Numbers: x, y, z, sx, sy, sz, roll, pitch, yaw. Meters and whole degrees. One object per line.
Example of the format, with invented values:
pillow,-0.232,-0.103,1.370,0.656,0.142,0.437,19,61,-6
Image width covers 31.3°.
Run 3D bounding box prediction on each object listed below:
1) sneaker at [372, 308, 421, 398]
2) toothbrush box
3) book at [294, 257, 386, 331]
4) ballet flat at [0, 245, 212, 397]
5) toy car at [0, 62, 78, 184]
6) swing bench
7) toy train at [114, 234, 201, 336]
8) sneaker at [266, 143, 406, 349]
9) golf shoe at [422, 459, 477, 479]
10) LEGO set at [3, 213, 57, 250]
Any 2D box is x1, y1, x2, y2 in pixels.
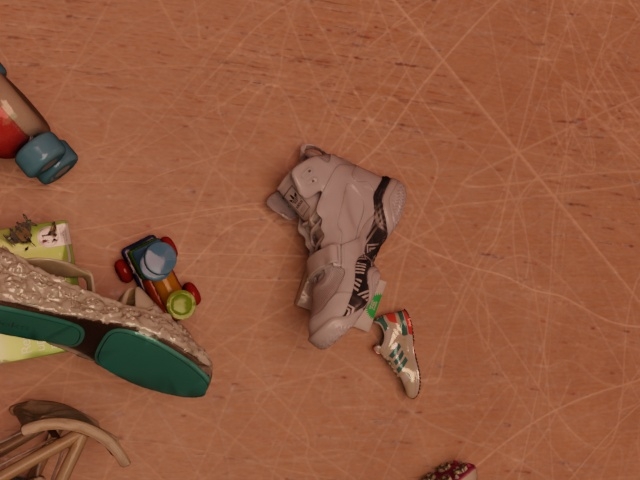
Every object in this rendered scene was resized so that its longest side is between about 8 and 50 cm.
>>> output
sneaker,0.133,0.206,2.039,0.075,0.057,0.161,-9,92,-2
toothbrush box,-0.521,0.091,1.776,0.283,0.122,0.206,-9,90,-18
book,0.035,0.093,2.017,0.144,0.035,0.096,21,85,-19
ballet flat,-0.334,0.109,1.716,0.409,0.147,0.147,23,81,-21
toy car,-0.538,-0.140,1.749,0.238,0.210,0.219,-40,90,-3
swing bench,-0.442,0.349,1.723,0.165,0.253,0.254,46,75,-12
toy train,-0.234,0.110,1.862,0.105,0.143,0.248,-28,97,-17
sneaker,0.000,0.000,1.920,0.210,0.137,0.365,30,54,-10
golf shoe,0.172,0.517,2.007,0.306,0.115,0.140,-30,101,-16
LEGO set,-0.442,-0.010,1.738,0.083,0.023,0.054,16,82,-29
